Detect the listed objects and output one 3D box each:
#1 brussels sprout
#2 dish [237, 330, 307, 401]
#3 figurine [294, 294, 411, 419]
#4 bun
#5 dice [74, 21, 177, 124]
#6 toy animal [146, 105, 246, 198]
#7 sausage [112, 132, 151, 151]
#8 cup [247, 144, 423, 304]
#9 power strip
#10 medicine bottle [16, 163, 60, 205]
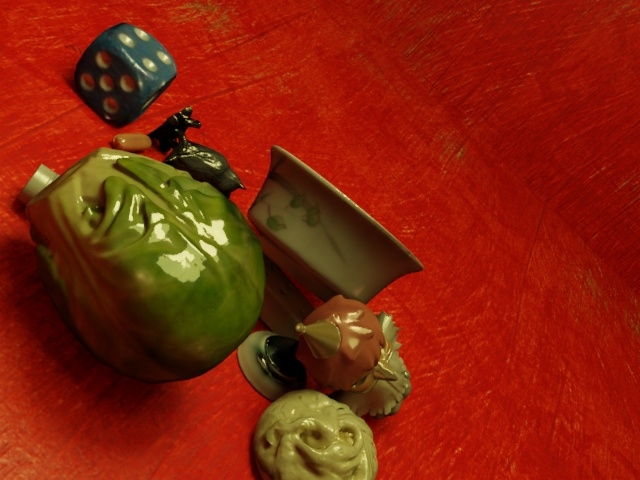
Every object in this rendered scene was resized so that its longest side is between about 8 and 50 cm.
[{"bbox_3d":[-0.249,0.030,1.279,0.354,0.281,0.289,46,39,-5],"label":"brussels sprout"},{"bbox_3d":[-0.063,0.197,1.533,0.141,0.078,0.141,33,31,-23],"label":"dish"},{"bbox_3d":[0.059,0.192,1.510,0.166,0.207,0.387,29,-14,31],"label":"figurine"},{"bbox_3d":[0.006,0.326,1.403,0.231,0.133,0.231,32,33,-24],"label":"bun"},{"bbox_3d":[-0.367,-0.316,1.719,0.146,0.143,0.146,44,28,-4],"label":"dice"},{"bbox_3d":[-0.236,-0.147,1.741,0.210,0.121,0.117,45,46,-16],"label":"toy animal"},{"bbox_3d":[-0.351,-0.182,1.683,0.034,0.034,0.083,54,30,15],"label":"sausage"},{"bbox_3d":[0.000,0.000,1.612,0.347,0.163,0.347,40,-2,1],"label":"cup"},{"bbox_3d":[-0.127,0.053,1.653,0.385,0.062,0.091,49,25,4],"label":"power strip"},{"bbox_3d":[-0.396,-0.054,1.400,0.130,0.080,0.080,37,29,-16],"label":"medicine bottle"}]
